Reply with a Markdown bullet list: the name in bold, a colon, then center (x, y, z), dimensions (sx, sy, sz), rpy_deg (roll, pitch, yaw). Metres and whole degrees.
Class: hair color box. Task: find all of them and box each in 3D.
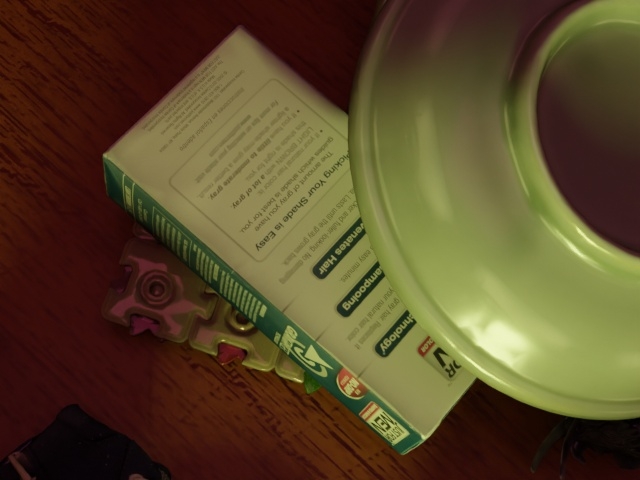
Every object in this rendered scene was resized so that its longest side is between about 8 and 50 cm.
- **hair color box**: center (0.000, 0.000, 1.005), dimensions (0.347, 0.105, 0.174), rpy_deg (41, 71, 7)

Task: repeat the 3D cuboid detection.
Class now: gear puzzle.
- **gear puzzle**: center (-0.013, 0.048, 1.068), dimensions (0.338, 0.044, 0.176), rpy_deg (18, 70, -2)

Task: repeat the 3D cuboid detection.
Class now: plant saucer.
- **plant saucer**: center (0.221, -0.071, 0.885), dimensions (0.400, 0.100, 0.401), rpy_deg (5, 75, -20)

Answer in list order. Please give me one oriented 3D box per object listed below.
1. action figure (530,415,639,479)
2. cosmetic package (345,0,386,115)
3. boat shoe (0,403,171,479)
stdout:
- **action figure**: center (0.295, 0.110, 1.014), dimensions (0.275, 0.164, 0.141), rpy_deg (-16, 84, -19)
- **cosmetic package**: center (0.138, -0.251, 1.081), dimensions (0.156, 0.217, 0.385), rpy_deg (17, 70, -1)
- **boat shoe**: center (-0.148, 0.246, 0.887), dimensions (0.340, 0.127, 0.158), rpy_deg (29, 66, 38)
